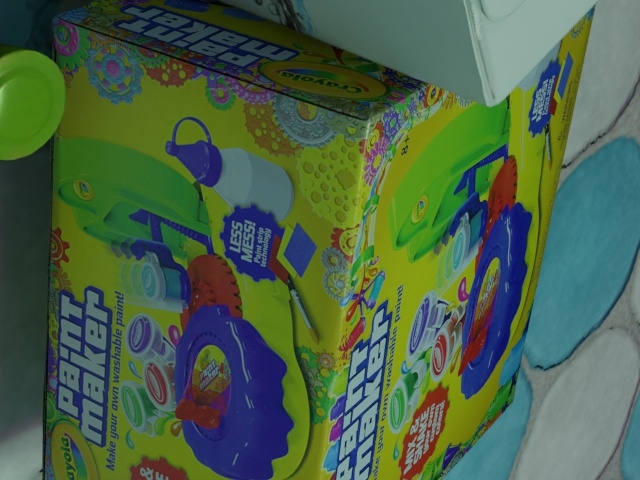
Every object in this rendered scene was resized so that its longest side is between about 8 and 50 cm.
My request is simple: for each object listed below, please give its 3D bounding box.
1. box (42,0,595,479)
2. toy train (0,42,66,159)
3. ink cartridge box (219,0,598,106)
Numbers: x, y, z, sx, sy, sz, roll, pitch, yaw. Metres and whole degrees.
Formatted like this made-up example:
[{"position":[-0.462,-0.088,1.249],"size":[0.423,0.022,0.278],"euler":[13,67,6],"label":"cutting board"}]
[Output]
[{"position":[0.000,0.000,0.816],"size":[0.279,0.177,0.290],"euler":[-35,139,-51],"label":"box"},{"position":[-0.162,-0.075,0.634],"size":[0.248,0.143,0.105],"euler":[30,87,-55],"label":"toy train"},{"position":[0.016,-0.226,0.656],"size":[0.198,0.270,0.197],"euler":[-46,141,-24],"label":"ink cartridge box"}]
